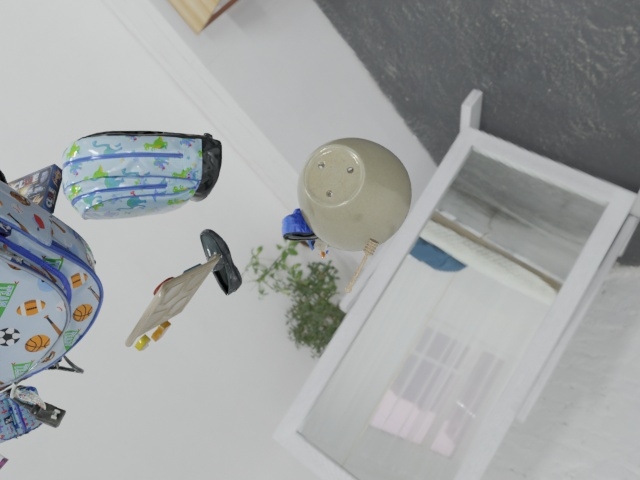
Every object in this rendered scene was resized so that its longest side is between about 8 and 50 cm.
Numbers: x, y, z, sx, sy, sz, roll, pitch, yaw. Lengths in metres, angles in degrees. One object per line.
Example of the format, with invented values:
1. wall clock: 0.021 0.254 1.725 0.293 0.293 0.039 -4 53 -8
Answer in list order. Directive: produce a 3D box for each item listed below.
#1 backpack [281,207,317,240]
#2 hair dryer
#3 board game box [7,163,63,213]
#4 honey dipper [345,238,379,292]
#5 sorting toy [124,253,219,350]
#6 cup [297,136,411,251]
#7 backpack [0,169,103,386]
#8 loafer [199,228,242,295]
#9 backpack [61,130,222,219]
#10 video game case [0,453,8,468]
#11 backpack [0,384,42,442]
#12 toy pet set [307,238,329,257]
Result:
1. backpack: -0.062 -0.048 1.735 0.098 0.120 0.101 111 152 -70
2. hair dryer: -0.555 0.195 1.000 0.294 0.080 0.223 29 122 -2
3. board game box: -0.876 -0.116 1.643 0.244 0.164 0.042 -18 142 16
4. honey dipper: 0.106 0.070 1.474 0.031 0.160 0.030 23 -162 -8
5. sorting toy: -0.380 0.165 1.351 0.041 0.229 0.307 43 120 5
6. cup: 0.068 -0.150 1.540 0.331 0.331 0.237 31 -179 20
7. backpack: -0.431 0.063 0.744 0.263 0.276 0.213 36 -166 -49
8. loafer: -0.315 0.068 1.742 0.076 0.078 0.223 -10 115 31
9. backpack: -0.467 -0.169 1.431 0.356 0.273 0.290 12 171 -27
10. video game case: -0.988 0.621 1.468 0.210 0.232 0.041 27 148 13
11. backpack: -0.972 0.547 1.742 0.117 0.173 0.158 -11 93 23
12. toy pet set: 0.000 0.000 1.894 0.065 0.114 0.122 26 116 9
